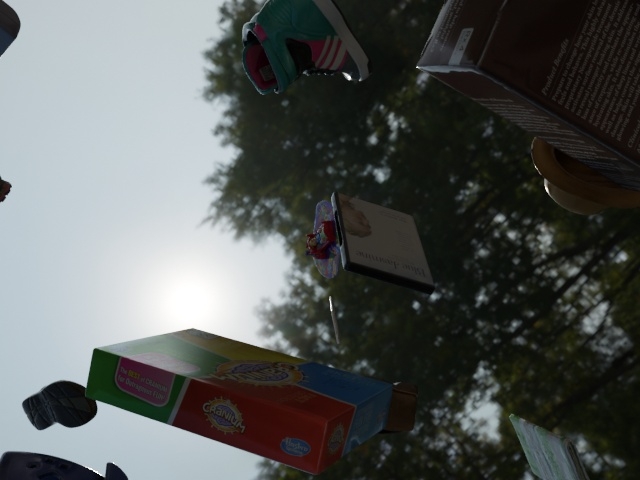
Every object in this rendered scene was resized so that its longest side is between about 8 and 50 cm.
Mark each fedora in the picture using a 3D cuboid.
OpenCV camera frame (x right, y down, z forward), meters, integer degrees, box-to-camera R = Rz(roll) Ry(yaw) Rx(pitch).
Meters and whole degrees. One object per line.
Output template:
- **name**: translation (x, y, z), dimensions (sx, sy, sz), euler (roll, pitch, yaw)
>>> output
- **fedora**: translation (0.399, -0.094, 1.315), dimensions (0.194, 0.079, 0.194), euler (6, -132, -7)

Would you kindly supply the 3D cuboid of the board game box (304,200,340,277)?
- **board game box**: translation (0.000, 0.000, 1.905), dimensions (0.033, 0.168, 0.133), euler (-5, -155, -25)

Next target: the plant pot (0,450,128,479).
- **plant pot**: translation (-0.411, 0.490, 1.400), dimensions (0.212, 0.236, 0.236), euler (1, -159, -8)

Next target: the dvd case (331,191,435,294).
- **dvd case**: translation (0.117, 0.001, 1.708), dimensions (0.180, 0.022, 0.253), euler (17, -149, -16)

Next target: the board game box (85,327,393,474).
- **board game box**: translation (-0.095, 0.192, 1.125), dimensions (0.317, 0.064, 0.242), euler (13, -174, 21)

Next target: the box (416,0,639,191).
- **box**: translation (0.326, -0.207, 1.063), dimensions (0.381, 0.191, 0.143), euler (25, 179, -28)

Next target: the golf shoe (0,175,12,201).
- **golf shoe**: translation (-0.666, -0.070, 1.701), dimensions (0.086, 0.067, 0.186), euler (45, -150, -31)

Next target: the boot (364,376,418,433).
- **boot**: translation (0.111, 0.372, 1.997), dimensions (0.305, 0.112, 0.115), euler (16, -114, -39)

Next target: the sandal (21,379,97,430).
- **sandal**: translation (-0.461, 0.294, 1.590), dimensions (0.060, 0.219, 0.090), euler (-28, -88, -46)

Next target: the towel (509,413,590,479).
- **towel**: translation (0.346, 0.322, 1.321), dimensions (0.113, 0.023, 0.152), euler (67, 165, -12)

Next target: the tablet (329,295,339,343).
- **tablet**: translation (0.022, 0.121, 1.359), dimensions (0.006, 0.054, 0.083), euler (-10, -168, 1)

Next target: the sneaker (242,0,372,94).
- **sneaker**: translation (-0.031, -0.298, 1.427), dimensions (0.124, 0.178, 0.295), euler (56, -173, 26)

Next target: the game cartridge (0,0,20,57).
- **game cartridge**: translation (-0.609, -0.347, 1.301), dimensions (0.297, 0.198, 0.062), euler (24, -131, -34)
